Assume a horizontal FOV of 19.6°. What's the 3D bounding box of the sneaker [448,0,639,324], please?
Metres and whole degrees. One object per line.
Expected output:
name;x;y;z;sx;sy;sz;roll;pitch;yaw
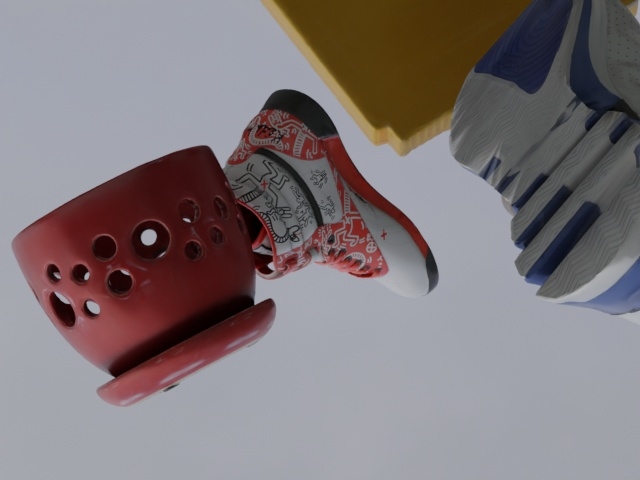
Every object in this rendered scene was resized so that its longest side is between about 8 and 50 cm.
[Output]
sneaker;0.191;-0.022;1.078;0.182;0.127;0.315;33;-157;-23

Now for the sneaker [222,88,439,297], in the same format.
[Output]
sneaker;-0.001;-0.001;1.745;0.090;0.145;0.270;3;140;47

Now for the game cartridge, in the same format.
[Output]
game cartridge;0.125;-0.267;1.967;0.324;0.052;0.285;-31;-113;-11

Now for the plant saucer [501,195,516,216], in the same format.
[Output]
plant saucer;0.350;-0.093;2.225;0.278;0.278;0.041;-1;-124;-40

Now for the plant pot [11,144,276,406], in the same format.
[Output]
plant pot;-0.140;0.034;1.567;0.174;0.191;0.191;61;-150;1
